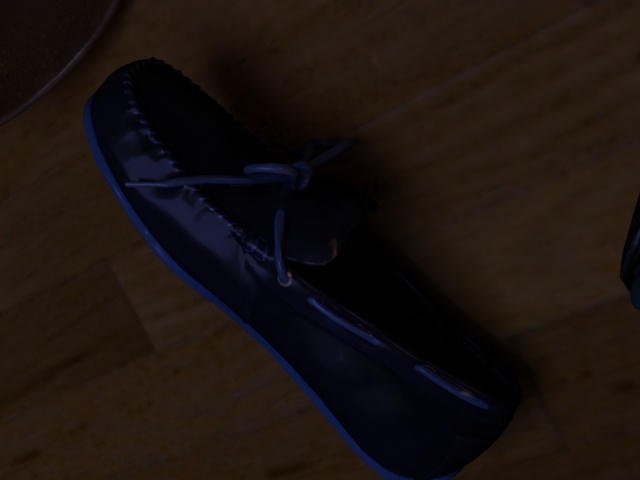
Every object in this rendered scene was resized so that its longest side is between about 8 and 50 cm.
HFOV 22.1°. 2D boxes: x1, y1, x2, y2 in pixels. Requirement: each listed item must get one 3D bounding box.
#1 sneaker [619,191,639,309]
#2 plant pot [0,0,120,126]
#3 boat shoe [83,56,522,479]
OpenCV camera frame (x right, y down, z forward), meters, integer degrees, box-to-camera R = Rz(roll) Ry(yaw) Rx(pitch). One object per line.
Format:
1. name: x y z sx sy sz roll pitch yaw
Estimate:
1. sneaker: 0.174 -0.032 0.603 0.108 0.121 0.302 11 118 37
2. plant pot: -0.256 -0.201 0.843 0.254 0.237 0.237 58 138 25
3. boat shoe: 0.000 0.000 0.804 0.258 0.109 0.089 43 128 -7
